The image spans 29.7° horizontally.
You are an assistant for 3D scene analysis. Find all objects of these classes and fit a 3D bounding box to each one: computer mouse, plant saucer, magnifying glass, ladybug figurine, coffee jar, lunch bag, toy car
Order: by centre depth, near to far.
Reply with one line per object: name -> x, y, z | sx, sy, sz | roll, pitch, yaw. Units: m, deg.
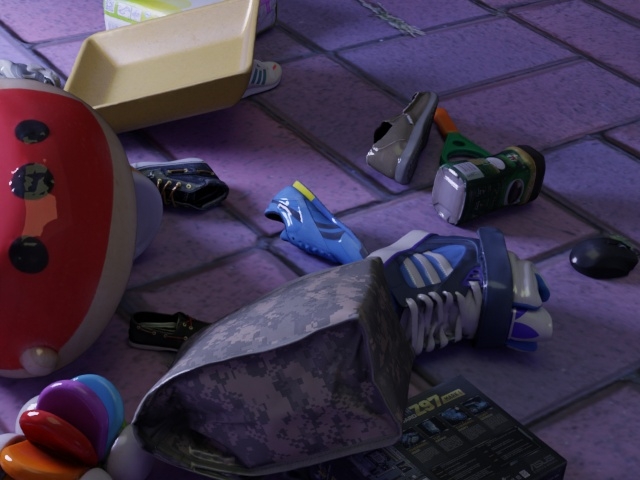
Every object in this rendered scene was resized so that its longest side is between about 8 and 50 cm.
toy car -> -0.271, 0.214, 1.284 | 0.159, 0.136, 0.182 | 18, 34, 16
lunch bag -> -0.053, 0.153, 1.349 | 0.287, 0.168, 0.235 | -17, 12, 11
ladybug figurine -> -0.386, -0.035, 1.498 | 0.305, 0.162, 0.449 | -29, 55, 9
computer mouse -> 0.484, 0.012, 1.835 | 0.242, 0.041, 0.071 | -10, 36, -26
coffee jar -> 0.269, -0.091, 1.900 | 0.184, 0.096, 0.079 | -15, 42, -32
plant saucer -> -0.257, -0.286, 2.043 | 0.333, 0.081, 0.332 | -12, 31, 8
magnifying glass -> 0.234, -0.166, 2.079 | 0.092, 0.026, 0.231 | -1, 36, -13

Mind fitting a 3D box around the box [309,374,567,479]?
box -> 0.133, 0.259, 1.366 | 0.233, 0.059, 0.183 | -20, 42, -34

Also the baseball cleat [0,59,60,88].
baseball cleat -> -0.479, -0.252, 2.024 | 0.109, 0.072, 0.206 | -5, 38, -31

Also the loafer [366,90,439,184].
loafer -> 0.137, -0.186, 2.022 | 0.087, 0.094, 0.251 | 17, 34, 7

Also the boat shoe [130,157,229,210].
boat shoe -> -0.229, -0.078, 1.807 | 0.183, 0.065, 0.083 | -16, 38, -33

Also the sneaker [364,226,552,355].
sneaker -> 0.179, 0.091, 1.567 | 0.236, 0.130, 0.323 | 17, 28, 22

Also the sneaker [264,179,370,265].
sneaker -> 0.000, 0.000, 1.750 | 0.082, 0.069, 0.209 | -41, 59, -9

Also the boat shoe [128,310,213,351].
boat shoe -> -0.179, 0.116, 1.543 | 0.133, 0.042, 0.049 | 4, 31, -7

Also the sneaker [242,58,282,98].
sneaker -> -0.124, -0.308, 2.174 | 0.057, 0.075, 0.161 | 29, 39, 30

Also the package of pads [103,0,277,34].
package of pads -> -0.241, -0.447, 2.344 | 0.229, 0.101, 0.296 | 22, 36, 24

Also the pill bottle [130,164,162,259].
pill bottle -> -0.360, -0.081, 1.706 | 0.152, 0.152, 0.272 | -22, 43, -37
